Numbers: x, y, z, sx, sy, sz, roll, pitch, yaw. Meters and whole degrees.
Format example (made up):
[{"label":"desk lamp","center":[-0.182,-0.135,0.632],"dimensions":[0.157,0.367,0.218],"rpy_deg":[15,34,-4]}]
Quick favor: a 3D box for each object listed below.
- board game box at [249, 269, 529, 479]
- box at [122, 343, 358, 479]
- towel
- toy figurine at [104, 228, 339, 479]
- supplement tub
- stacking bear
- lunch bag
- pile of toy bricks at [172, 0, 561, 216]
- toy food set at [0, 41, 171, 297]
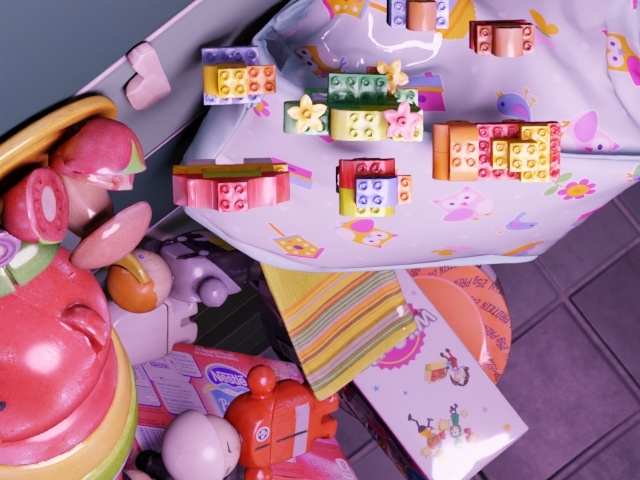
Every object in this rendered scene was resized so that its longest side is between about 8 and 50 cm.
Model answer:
[{"label":"board game box","center":[0.038,0.077,1.658],"dimensions":[0.097,0.303,0.224],"rpy_deg":[-38,174,-7]},{"label":"box","center":[-0.129,0.191,1.733],"dimensions":[0.142,0.154,0.300],"rpy_deg":[-44,147,24]},{"label":"towel","center":[0.000,0.000,1.362],"dimensions":[0.102,0.237,0.021],"rpy_deg":[-40,-141,-25]},{"label":"toy figurine","center":[-0.113,0.108,1.474],"dimensions":[0.148,0.209,0.213],"rpy_deg":[-16,168,-35]},{"label":"supplement tub","center":[0.066,0.077,1.956],"dimensions":[0.207,0.207,0.338],"rpy_deg":[-37,-168,-8]},{"label":"stacking bear","center":[-0.188,0.094,1.165],"dimensions":[0.164,0.175,0.289],"rpy_deg":[-55,174,-26]},{"label":"lunch bag","center":[0.051,-0.077,1.197],"dimensions":[0.262,0.160,0.223],"rpy_deg":[0,161,-18]},{"label":"pile of toy bricks","center":[0.027,-0.066,1.012],"dimensions":[0.212,0.118,0.105],"rpy_deg":[-2,-168,-4]},{"label":"toy food set","center":[-0.145,-0.007,0.985],"dimensions":[0.218,0.071,0.128],"rpy_deg":[-37,175,-11]}]
